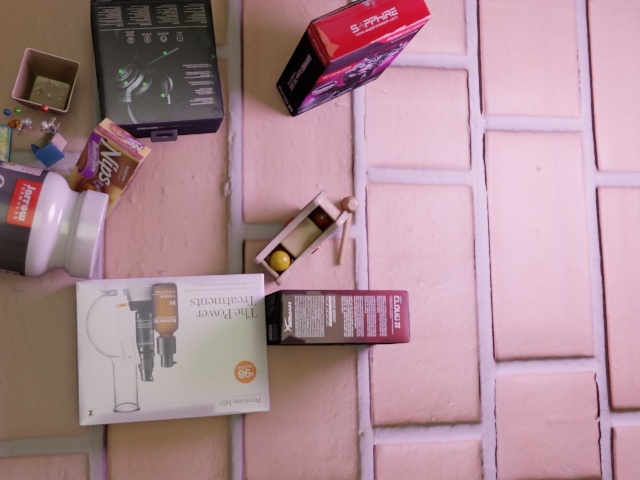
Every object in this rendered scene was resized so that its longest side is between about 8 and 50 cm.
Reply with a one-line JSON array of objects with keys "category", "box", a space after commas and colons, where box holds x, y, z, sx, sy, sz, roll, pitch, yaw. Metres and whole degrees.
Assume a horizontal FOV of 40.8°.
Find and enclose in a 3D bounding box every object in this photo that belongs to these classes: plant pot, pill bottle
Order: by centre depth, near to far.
[{"category": "pill bottle", "box": [-0.603, -0.046, 1.640, 0.363, 0.210, 0.210, 12, 80, -12]}, {"category": "plant pot", "box": [-0.553, -0.310, 1.744, 0.109, 0.096, 0.109, 14, 78, -12]}]

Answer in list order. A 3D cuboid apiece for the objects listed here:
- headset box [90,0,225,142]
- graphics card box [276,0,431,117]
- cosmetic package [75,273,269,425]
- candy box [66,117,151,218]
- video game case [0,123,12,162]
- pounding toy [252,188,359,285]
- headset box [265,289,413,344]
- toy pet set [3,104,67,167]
[{"category": "headset box", "box": [-0.338, -0.347, 1.784, 0.246, 0.131, 0.283, -7, 85, -15]}, {"category": "graphics card box", "box": [0.055, -0.383, 1.760, 0.233, 0.371, 0.094, -27, 89, -16]}, {"category": "cosmetic package", "box": [-0.299, 0.216, 1.741, 0.377, 0.097, 0.284, -2, 86, -14]}, {"category": "candy box", "box": [-0.426, -0.142, 1.713, 0.109, 0.186, 0.053, 36, 40, -7]}, {"category": "video game case", "box": [-0.714, -0.182, 1.732, 0.166, 0.015, 0.119, 4, 82, -13]}, {"category": "pounding toy", "box": [0.000, 0.000, 1.809, 0.155, 0.154, 0.269, 45, 76, -4]}, {"category": "headset box", "box": [0.040, 0.160, 1.765, 0.293, 0.218, 0.110, 1, 83, -12]}, {"category": "toy pet set", "box": [-0.575, -0.206, 1.725, 0.114, 0.122, 0.065, 55, 45, -43]}]
